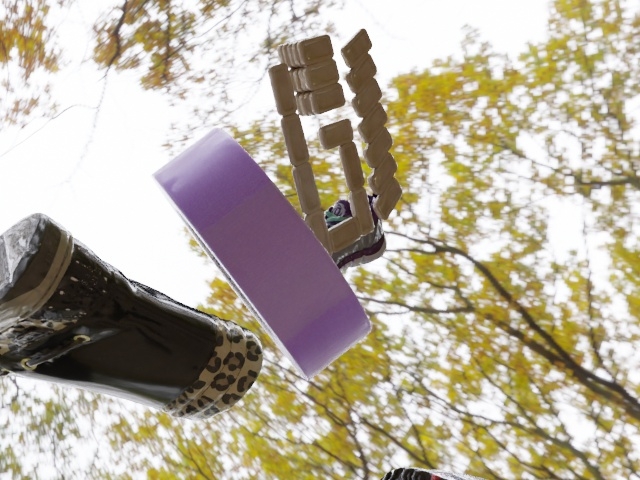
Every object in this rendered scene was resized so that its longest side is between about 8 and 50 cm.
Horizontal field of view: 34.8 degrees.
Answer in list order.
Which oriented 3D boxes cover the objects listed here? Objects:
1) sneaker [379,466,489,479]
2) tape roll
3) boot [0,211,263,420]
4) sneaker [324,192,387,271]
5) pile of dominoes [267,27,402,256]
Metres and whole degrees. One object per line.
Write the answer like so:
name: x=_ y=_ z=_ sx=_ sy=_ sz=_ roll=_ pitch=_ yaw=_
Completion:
sneaker: x=0.177 y=0.264 z=0.951 sx=0.125 sy=0.262 sz=0.104 roll=8 pitch=-88 yaw=-43
tape roll: x=-0.064 y=0.015 z=1.089 sx=0.090 sy=0.275 sz=0.275 roll=-37 pitch=-76 yaw=-7
boot: x=-0.168 y=0.075 z=0.690 sx=0.179 sy=0.236 sz=0.085 roll=30 pitch=-125 yaw=-28
sneaker: x=0.000 y=0.000 z=1.330 sx=0.224 sy=0.083 sz=0.098 roll=-29 pitch=-53 yaw=-43
pile of dominoes: x=0.014 y=-0.122 z=1.242 sx=0.196 sy=0.040 sz=0.251 roll=-27 pitch=-71 yaw=-47
